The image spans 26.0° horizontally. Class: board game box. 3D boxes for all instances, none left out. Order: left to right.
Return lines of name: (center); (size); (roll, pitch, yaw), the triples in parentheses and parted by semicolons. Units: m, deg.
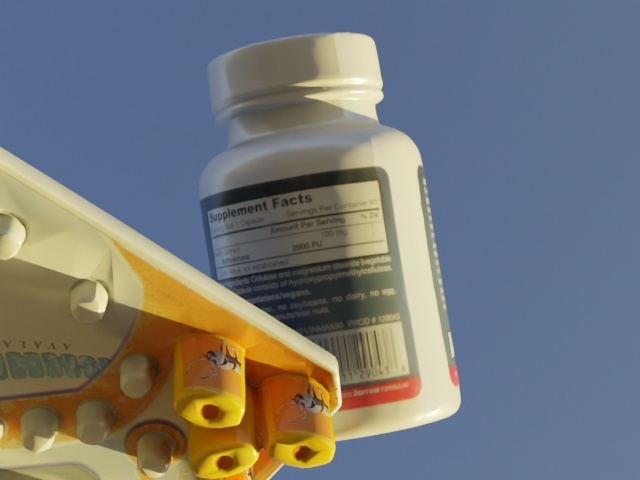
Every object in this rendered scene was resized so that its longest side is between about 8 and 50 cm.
board game box: (-0.254, 0.102, 0.556); (0.390, 0.050, 0.390); (33, -67, -23)

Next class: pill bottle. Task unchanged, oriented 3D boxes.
pill bottle: (0.000, 0.000, 0.651); (0.108, 0.108, 0.180); (-9, -94, 14)
